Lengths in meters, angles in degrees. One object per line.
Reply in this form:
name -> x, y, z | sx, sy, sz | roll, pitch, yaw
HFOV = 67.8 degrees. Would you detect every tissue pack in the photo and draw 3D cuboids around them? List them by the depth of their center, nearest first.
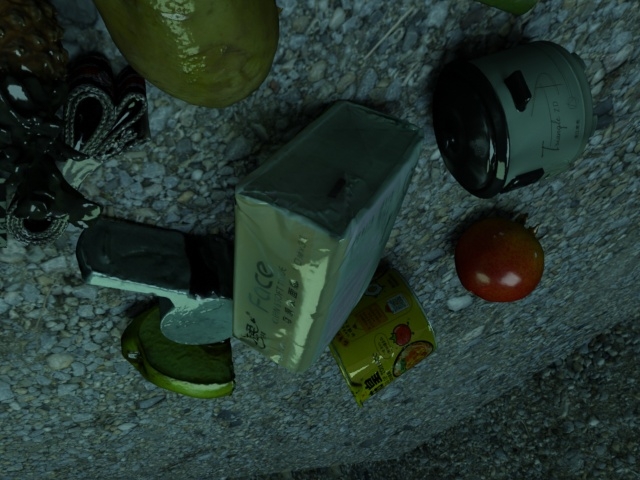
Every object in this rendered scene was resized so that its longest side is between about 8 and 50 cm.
tissue pack -> 0.000, 0.000, 0.878 | 0.205, 0.332, 0.405 | 27, 139, 13

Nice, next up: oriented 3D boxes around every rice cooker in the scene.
rice cooker -> 0.311, -0.205, 0.825 | 0.226, 0.242, 0.280 | -18, 173, -7

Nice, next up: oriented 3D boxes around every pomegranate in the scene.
pomegranate -> 0.466, 0.034, 1.224 | 0.257, 0.221, 0.221 | -46, 142, -8

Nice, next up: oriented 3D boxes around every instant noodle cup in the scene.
instant noodle cup -> 0.139, 0.238, 1.267 | 0.254, 0.326, 0.326 | -26, 143, -4

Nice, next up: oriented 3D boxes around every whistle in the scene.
whistle -> -0.283, 0.074, 0.977 | 0.188, 0.168, 0.405 | -26, 143, 10

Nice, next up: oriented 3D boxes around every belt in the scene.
belt -> -0.389, -0.127, 0.744 | 0.359, 0.094, 0.126 | -41, 139, 25

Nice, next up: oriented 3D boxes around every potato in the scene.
potato -> -0.154, -0.283, 0.585 | 0.229, 0.230, 0.266 | -16, 158, -3

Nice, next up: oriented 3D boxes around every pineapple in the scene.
pineapple -> -0.344, -0.158, 0.557 | 0.141, 0.310, 0.170 | -21, 178, -17

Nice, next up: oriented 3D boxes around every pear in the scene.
pear -> -0.343, 0.279, 1.150 | 0.255, 0.239, 0.164 | -1, 145, -25

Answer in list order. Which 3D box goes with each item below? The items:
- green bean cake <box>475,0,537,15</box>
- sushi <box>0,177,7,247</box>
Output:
green bean cake -> 0.233, -0.405, 0.566 | 0.113, 0.214, 0.200 | 9, 136, -23
sushi -> -0.655, -0.072, 0.738 | 0.289, 0.050, 0.264 | 5, 151, -31
